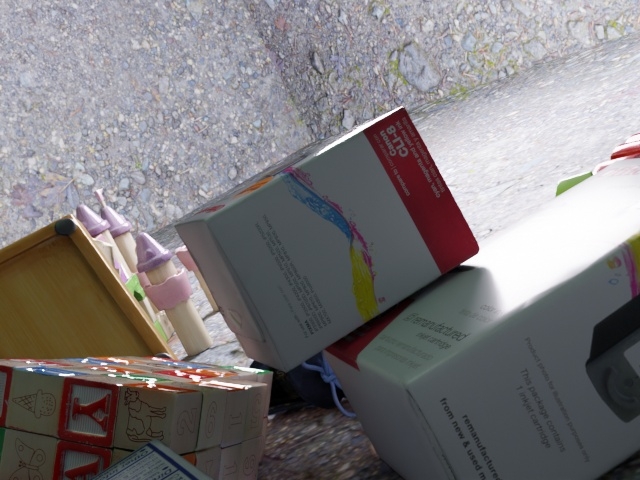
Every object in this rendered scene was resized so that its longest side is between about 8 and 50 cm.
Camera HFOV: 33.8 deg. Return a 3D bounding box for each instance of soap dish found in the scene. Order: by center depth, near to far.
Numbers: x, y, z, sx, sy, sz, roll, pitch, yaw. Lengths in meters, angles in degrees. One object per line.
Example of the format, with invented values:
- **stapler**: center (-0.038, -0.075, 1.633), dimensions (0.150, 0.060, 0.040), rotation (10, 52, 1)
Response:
- **soap dish**: center (-0.301, 0.123, 1.200), dimensions (0.229, 0.291, 0.118), rotation (-30, -22, -23)

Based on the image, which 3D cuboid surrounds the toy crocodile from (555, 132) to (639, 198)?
- **toy crocodile**: center (0.351, -0.076, 1.083), dimensions (0.340, 0.105, 0.115), rotation (-33, 12, -34)

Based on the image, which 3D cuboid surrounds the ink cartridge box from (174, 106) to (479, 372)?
- **ink cartridge box**: center (0.000, 0.000, 0.805), dimensions (0.176, 0.127, 0.128), rotation (-31, 8, -16)

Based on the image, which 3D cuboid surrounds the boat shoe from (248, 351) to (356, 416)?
- **boat shoe**: center (0.009, 0.127, 1.001), dimensions (0.089, 0.109, 0.258), rotation (-45, 3, -40)

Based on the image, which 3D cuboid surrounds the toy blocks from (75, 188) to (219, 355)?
- **toy blocks**: center (-0.329, 0.068, 1.611), dimensions (0.309, 0.260, 0.288), rotation (-25, 11, 9)

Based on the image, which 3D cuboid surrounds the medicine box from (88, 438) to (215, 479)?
- **medicine box**: center (-0.127, 0.249, 0.519), dimensions (0.263, 0.149, 0.289), rotation (-30, 11, -20)

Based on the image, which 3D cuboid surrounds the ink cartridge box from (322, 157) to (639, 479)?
- **ink cartridge box**: center (0.176, 0.060, 0.763), dimensions (0.306, 0.131, 0.226), rotation (-31, 9, -12)

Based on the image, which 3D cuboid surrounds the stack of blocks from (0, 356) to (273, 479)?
- **stack of blocks**: center (-0.133, 0.148, 0.853), dimensions (0.171, 0.087, 0.297), rotation (6, -3, 18)

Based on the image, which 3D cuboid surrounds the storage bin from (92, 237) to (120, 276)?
- **storage bin**: center (-0.402, 0.140, 1.410), dimensions (0.262, 0.260, 0.123), rotation (-18, -27, 37)
